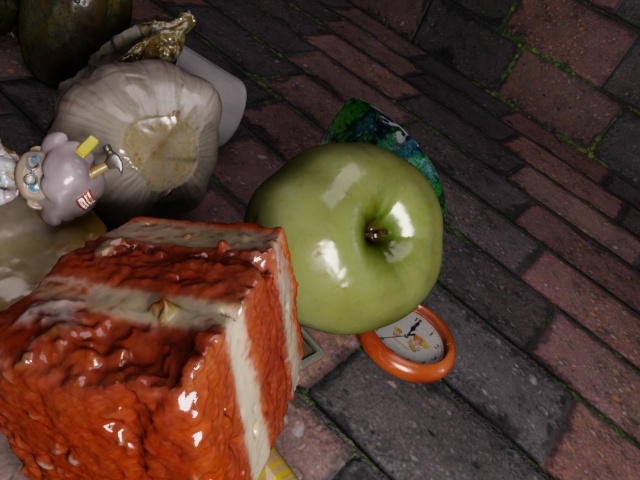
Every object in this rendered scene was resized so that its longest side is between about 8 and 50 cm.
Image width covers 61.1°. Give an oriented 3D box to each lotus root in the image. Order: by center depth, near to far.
[{"bbox_3d":[-0.578,-0.546,1.283,0.250,0.346,0.251,21,37,-17],"label":"lotus root"}]

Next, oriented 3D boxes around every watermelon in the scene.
[{"bbox_3d":[0.134,-0.137,1.365,0.222,0.319,0.292,-38,57,-14],"label":"watermelon"}]

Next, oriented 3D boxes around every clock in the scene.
[{"bbox_3d":[0.166,0.188,1.053,0.205,0.051,0.205,15,37,-12],"label":"clock"}]

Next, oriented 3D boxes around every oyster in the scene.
[{"bbox_3d":[-0.424,-0.319,1.097,0.111,0.395,0.204,49,23,-34],"label":"oyster"}]

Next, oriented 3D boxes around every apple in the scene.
[{"bbox_3d":[0.030,-0.001,0.964,0.356,0.357,0.357,16,37,-13],"label":"apple"}]

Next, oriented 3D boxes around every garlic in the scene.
[{"bbox_3d":[-0.328,-0.179,0.998,0.317,0.318,0.259,-16,25,-42],"label":"garlic"}]

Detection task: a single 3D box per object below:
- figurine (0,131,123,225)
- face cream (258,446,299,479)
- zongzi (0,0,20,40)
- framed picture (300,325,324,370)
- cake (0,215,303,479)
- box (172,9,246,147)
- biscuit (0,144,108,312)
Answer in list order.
[{"bbox_3d":[-0.411,-0.090,0.795,0.228,0.112,0.138,0,81,-21],"label":"figurine"},{"bbox_3d":[-0.029,0.371,0.693,0.078,0.078,0.273,-19,55,-43],"label":"face cream"},{"bbox_3d":[-0.918,-0.585,1.168,0.431,0.208,0.403,14,13,-11],"label":"zongzi"},{"bbox_3d":[-0.157,0.137,0.953,0.211,0.020,0.289,-19,56,-44],"label":"framed picture"},{"bbox_3d":[-0.185,0.140,0.670,0.269,0.270,0.320,6,34,15],"label":"cake"},{"bbox_3d":[-0.291,-0.356,1.270,0.206,0.291,0.262,20,20,-37],"label":"box"},{"bbox_3d":[-0.531,0.030,0.776,0.445,0.104,0.429,28,45,1],"label":"biscuit"}]
